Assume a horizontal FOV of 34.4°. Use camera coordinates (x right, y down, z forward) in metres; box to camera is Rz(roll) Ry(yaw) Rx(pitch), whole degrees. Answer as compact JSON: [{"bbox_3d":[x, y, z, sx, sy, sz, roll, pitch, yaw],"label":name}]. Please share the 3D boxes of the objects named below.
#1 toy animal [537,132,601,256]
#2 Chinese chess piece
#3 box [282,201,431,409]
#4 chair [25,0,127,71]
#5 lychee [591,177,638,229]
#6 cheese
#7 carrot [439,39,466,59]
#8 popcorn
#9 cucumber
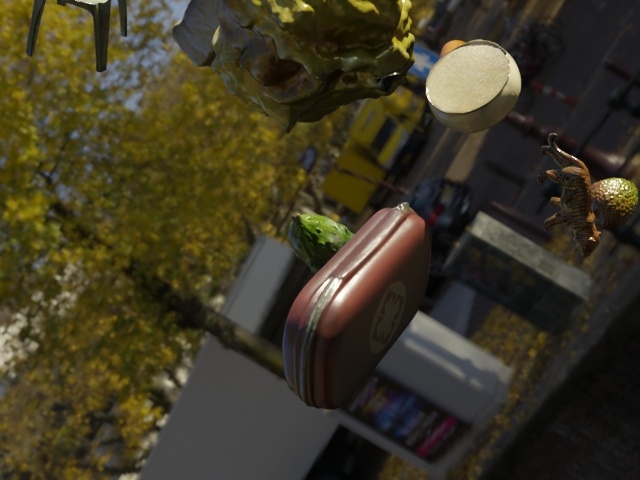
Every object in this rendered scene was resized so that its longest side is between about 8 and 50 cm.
[{"bbox_3d":[0.457,-0.084,1.895,0.057,0.099,0.241,-38,-56,-47],"label":"toy animal"},{"bbox_3d":[0.196,-0.196,1.325,0.122,0.122,0.051,-60,-38,-14],"label":"Chinese chess piece"},{"bbox_3d":[0.073,0.114,1.812,0.404,0.108,0.263,-46,-34,-42],"label":"box"},{"bbox_3d":[-0.410,-0.466,1.889,0.275,0.190,0.203,113,174,-48],"label":"chair"},{"bbox_3d":[0.630,-0.078,2.257,0.146,0.114,0.114,-29,-8,-17],"label":"lychee"},{"bbox_3d":[-0.133,-0.459,1.982,0.326,0.115,0.318,-37,0,3],"label":"cheese"},{"bbox_3d":[0.244,-0.291,1.874,0.257,0.061,0.061,-80,17,-50],"label":"carrot"},{"bbox_3d":[-0.004,-0.240,1.197,0.249,0.225,0.249,-32,-12,-7],"label":"popcorn"},{"bbox_3d":[0.000,0.003,2.207,0.134,0.134,0.244,-60,-36,-9],"label":"cucumber"}]
